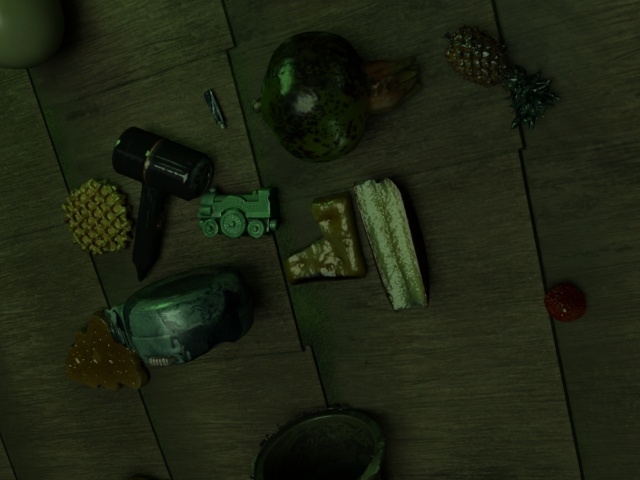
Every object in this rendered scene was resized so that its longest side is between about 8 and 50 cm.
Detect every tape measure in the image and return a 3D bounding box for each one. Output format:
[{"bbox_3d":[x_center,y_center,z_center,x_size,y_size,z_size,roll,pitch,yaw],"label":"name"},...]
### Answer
[{"bbox_3d":[-0.269,0.150,1.415,0.275,0.256,0.147,1,110,49],"label":"tape measure"}]

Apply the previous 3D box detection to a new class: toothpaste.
[{"bbox_3d":[-0.211,-0.263,1.395,0.027,0.019,0.083,-22,93,43],"label":"toothpaste"}]

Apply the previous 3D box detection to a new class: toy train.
[{"bbox_3d":[-0.168,-0.055,1.414,0.178,0.071,0.104,1,99,20],"label":"toy train"}]

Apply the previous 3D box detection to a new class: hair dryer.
[{"bbox_3d":[-0.344,-0.050,1.481,0.189,0.107,0.352,21,120,12],"label":"hair dryer"}]

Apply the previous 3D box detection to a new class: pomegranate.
[{"bbox_3d":[0.027,-0.261,1.230,0.204,0.277,0.221,21,126,57],"label":"pomegranate"}]

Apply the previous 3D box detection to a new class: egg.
[{"bbox_3d":[-0.635,-0.463,1.387,0.219,0.219,0.269,-47,69,26],"label":"egg"}]

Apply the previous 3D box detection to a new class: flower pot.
[{"bbox_3d":[0.022,0.523,1.425,0.290,0.290,0.259,-6,116,23],"label":"flower pot"}]

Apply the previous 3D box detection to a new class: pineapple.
[{"bbox_3d":[0.289,-0.276,1.155,0.221,0.103,0.083,39,149,5],"label":"pineapple"}]

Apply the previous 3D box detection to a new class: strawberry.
[{"bbox_3d":[0.434,0.112,1.226,0.073,0.083,0.073,1,93,12],"label":"strawberry"}]

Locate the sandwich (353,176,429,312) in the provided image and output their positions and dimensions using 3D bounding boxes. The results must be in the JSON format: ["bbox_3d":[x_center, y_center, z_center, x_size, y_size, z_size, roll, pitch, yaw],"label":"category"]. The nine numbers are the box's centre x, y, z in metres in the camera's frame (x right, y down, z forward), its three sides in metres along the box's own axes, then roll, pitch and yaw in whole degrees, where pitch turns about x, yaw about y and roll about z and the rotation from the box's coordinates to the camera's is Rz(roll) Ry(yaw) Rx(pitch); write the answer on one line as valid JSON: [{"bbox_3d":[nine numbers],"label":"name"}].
[{"bbox_3d":[0.139,0.000,1.299,0.094,0.096,0.258,-13,99,18],"label":"sandwich"}]

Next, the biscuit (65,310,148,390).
[{"bbox_3d":[-0.524,0.281,1.672,0.239,0.041,0.212,-26,102,26],"label":"biscuit"}]

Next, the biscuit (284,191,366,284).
[{"bbox_3d":[0.000,0.000,1.383,0.174,0.039,0.183,-3,105,24],"label":"biscuit"}]

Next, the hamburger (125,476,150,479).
[{"bbox_3d":[-0.458,0.667,1.721,0.162,0.115,0.162,5,107,17],"label":"hamburger"}]

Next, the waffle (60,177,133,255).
[{"bbox_3d":[-0.498,-0.049,1.560,0.191,0.038,0.191,6,108,20],"label":"waffle"}]
